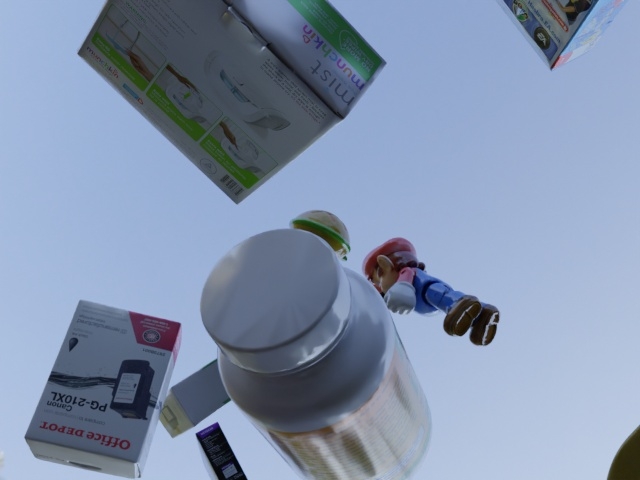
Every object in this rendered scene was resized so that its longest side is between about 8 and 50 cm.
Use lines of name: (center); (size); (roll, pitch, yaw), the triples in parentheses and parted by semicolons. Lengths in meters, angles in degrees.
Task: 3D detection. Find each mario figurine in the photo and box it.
mario figurine: (0.186, 0.122, 1.366); (0.320, 0.170, 0.198); (32, -30, 51)

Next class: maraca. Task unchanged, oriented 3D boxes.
maraca: (0.000, 0.000, 1.346); (0.127, 0.185, 0.099); (25, -103, 12)

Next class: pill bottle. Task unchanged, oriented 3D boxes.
pill bottle: (0.002, 0.104, 0.555); (0.136, 0.136, 0.245); (6, -35, 26)

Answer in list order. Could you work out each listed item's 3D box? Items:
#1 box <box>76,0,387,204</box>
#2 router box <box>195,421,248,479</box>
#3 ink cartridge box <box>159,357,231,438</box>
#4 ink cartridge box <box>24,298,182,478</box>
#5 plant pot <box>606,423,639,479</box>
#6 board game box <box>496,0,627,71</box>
box: (-0.105, -0.203, 0.781); (0.262, 0.126, 0.231); (44, -40, -12)
router box: (-0.157, 0.399, 1.177); (0.133, 0.046, 0.179); (55, -22, 26)
ink cartridge box: (-0.243, 0.315, 1.430); (0.093, 0.154, 0.212); (56, -32, 4)
ink cartridge box: (-0.335, 0.234, 1.106); (0.172, 0.237, 0.100); (14, -33, -4)
plant pot: (0.295, 0.201, 0.592); (0.083, 0.081, 0.081); (-48, -129, 14)
board game box: (0.309, -0.442, 0.937); (0.308, 0.086, 0.302); (59, -15, 15)
